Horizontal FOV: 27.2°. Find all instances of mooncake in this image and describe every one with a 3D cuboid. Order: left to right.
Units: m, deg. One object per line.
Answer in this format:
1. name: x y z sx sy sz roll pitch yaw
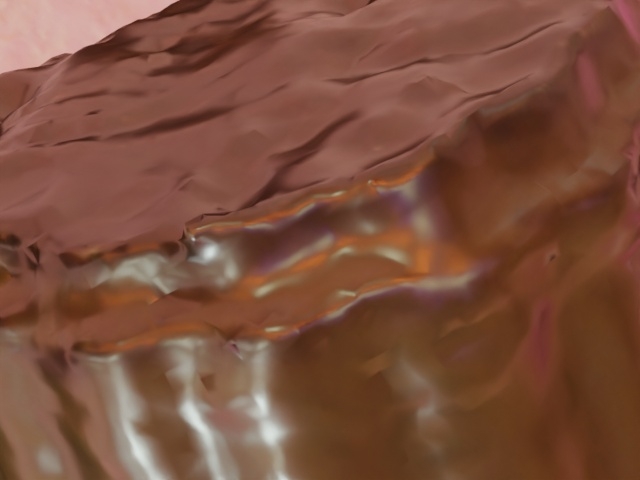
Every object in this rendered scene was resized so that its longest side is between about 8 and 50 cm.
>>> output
1. mooncake: -0.001 0.001 0.528 0.324 0.324 0.187 -33 120 -29
